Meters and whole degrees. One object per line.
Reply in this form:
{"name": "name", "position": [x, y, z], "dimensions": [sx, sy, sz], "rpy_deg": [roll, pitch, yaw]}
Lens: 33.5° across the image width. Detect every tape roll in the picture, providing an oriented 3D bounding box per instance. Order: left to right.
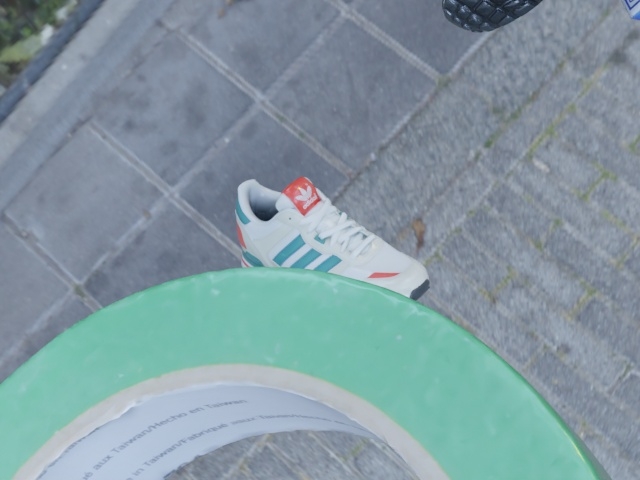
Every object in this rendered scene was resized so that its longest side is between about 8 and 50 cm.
{"name": "tape roll", "position": [-0.032, 0.171, 0.393], "dimensions": [0.321, 0.077, 0.321], "rpy_deg": [-10, 64, 22]}

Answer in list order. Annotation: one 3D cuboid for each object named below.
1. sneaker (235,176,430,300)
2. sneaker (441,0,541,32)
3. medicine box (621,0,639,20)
{"name": "sneaker", "position": [0.000, 0.000, 0.722], "dimensions": [0.161, 0.075, 0.057], "rpy_deg": [17, 41, 41]}
{"name": "sneaker", "position": [0.227, -0.361, 1.163], "dimensions": [0.283, 0.107, 0.124], "rpy_deg": [-56, 21, 23]}
{"name": "medicine box", "position": [0.429, -0.428, 1.172], "dimensions": [0.289, 0.149, 0.263], "rpy_deg": [-42, 61, 44]}
